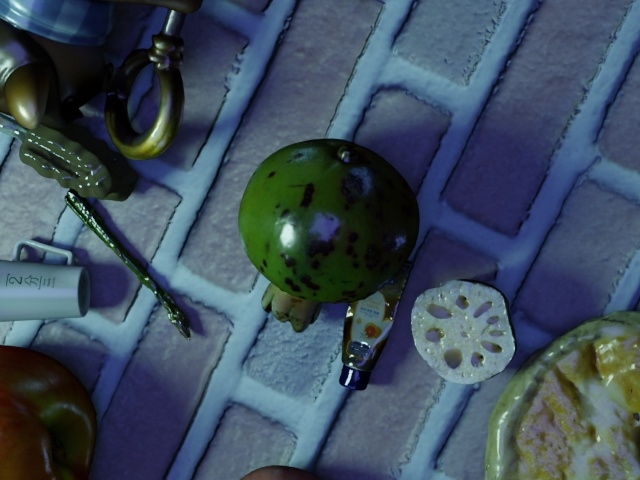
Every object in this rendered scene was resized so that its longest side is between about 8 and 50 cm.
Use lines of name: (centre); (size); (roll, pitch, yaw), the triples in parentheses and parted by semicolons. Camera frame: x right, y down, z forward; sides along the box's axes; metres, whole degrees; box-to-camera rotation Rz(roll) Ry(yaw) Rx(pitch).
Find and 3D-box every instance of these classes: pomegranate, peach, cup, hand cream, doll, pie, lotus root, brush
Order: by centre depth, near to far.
doll: (-0.259, -0.282, 1.316); (0.318, 0.209, 0.340); (33, 99, 20)
pomegranate: (0.000, 0.000, 1.317); (0.202, 0.202, 0.248); (22, 127, 5)
pie: (0.347, 0.246, 1.333); (0.339, 0.077, 0.339); (1, 96, 10)
lotus root: (0.164, 0.101, 1.342); (0.112, 0.081, 0.122); (-13, 93, 10)
hand cream: (0.058, 0.094, 1.378); (0.062, 0.039, 0.163); (17, 94, 22)
peach: (-0.417, 0.244, 1.381); (0.274, 0.245, 0.249); (-11, 64, 18)
brush: (-0.358, -0.132, 1.399); (0.301, 0.084, 0.071); (28, 98, 10)
cup: (-0.339, 0.047, 1.416); (0.116, 0.074, 0.104); (0, 65, 4)

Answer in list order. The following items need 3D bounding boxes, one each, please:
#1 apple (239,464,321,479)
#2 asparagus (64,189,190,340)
apple: (-0.049, 0.338, 1.366); (0.153, 0.120, 0.154); (0, 93, 8)
asparagus: (-0.229, 0.028, 1.418); (0.023, 0.022, 0.233); (-40, 87, -13)
